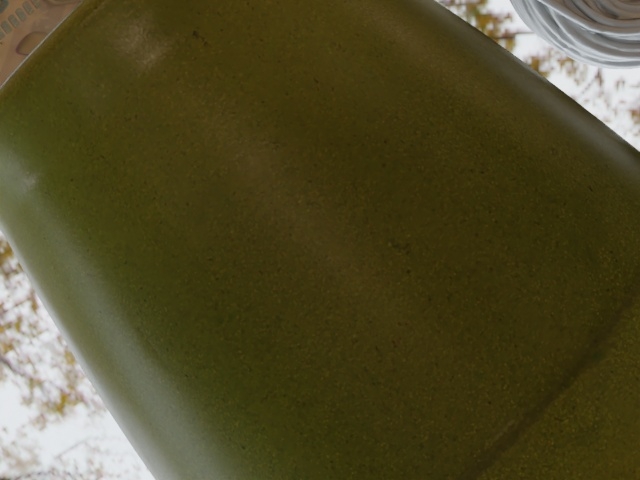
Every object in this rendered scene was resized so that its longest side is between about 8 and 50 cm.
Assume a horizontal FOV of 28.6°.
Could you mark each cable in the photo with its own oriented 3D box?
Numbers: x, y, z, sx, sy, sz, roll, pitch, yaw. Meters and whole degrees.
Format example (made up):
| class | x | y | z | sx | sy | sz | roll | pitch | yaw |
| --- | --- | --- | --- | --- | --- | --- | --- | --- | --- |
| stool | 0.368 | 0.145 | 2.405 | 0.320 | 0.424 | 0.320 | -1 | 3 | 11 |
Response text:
| class | x | y | z | sx | sy | sz | roll | pitch | yaw |
| --- | --- | --- | --- | --- | --- | --- | --- | --- | --- |
| cable | 0.308 | -0.303 | 1.282 | 0.257 | 0.257 | 0.089 | -49 | -160 | -3 |

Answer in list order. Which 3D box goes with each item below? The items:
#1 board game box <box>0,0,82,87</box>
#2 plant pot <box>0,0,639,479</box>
| class | x | y | z | sx | sy | sz | roll | pitch | yaw |
| --- | --- | --- | --- | --- | --- | --- | --- | --- | --- |
| board game box | -0.193 | -0.256 | 1.007 | 0.390 | 0.050 | 0.390 | -4 | -126 | 17 |
| plant pot | 0.000 | 0.000 | 0.715 | 0.353 | 0.366 | 0.366 | 47 | -115 | -7 |
